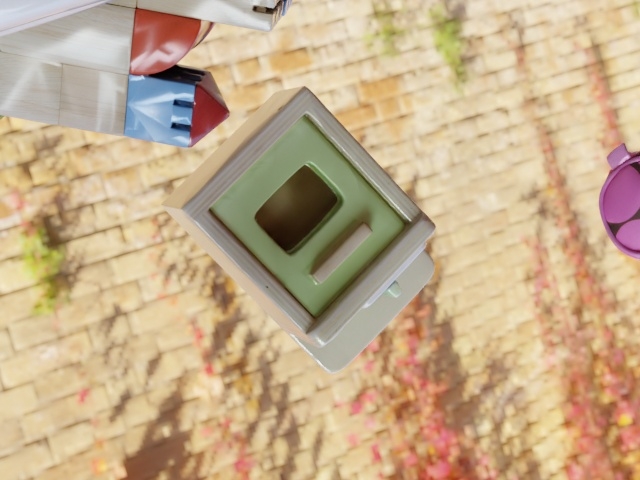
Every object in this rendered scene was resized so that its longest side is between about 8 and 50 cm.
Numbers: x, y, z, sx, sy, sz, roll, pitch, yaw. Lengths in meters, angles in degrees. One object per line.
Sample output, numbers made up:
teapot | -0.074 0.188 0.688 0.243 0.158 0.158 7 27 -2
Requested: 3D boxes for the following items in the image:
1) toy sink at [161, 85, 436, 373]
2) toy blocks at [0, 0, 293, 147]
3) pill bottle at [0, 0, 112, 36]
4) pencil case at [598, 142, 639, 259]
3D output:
toy sink | 0.000 0.000 1.167 0.153 0.234 0.131 -45 -166 -9
toy blocks | -0.128 -0.223 0.932 0.261 0.381 0.190 11 -157 3
pill bottle | -0.140 -0.176 0.446 0.121 0.216 0.121 -17 -169 4
pencil case | 0.323 -0.034 1.140 0.095 0.098 0.209 -46 153 27
